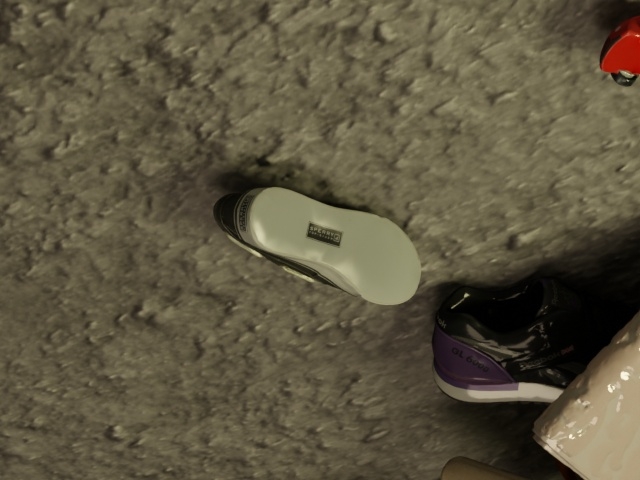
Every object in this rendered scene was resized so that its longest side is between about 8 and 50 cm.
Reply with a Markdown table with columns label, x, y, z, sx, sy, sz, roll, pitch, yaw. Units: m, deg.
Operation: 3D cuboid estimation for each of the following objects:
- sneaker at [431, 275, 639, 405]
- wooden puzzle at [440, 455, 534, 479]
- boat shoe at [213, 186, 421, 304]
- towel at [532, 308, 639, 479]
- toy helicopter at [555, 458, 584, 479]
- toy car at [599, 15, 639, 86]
| label | x | y | z | sx | sy | sz | roll | pitch | yaw |
| --- | --- | --- | --- | --- | --- | --- | --- | --- | --- |
| sneaker | 0.253 | 0.095 | 1.630 | 0.283 | 0.107 | 0.124 | -4 | 136 | 0 |
| wooden puzzle | 0.309 | 0.384 | 1.747 | 0.322 | 0.080 | 0.348 | 14 | 152 | 47 |
| boat shoe | 0.000 | 0.000 | 1.517 | 0.219 | 0.078 | 0.070 | 25 | 168 | -36 |
| towel | 0.397 | 0.133 | 1.614 | 0.332 | 0.053 | 0.317 | -48 | 131 | 3 |
| toy helicopter | 0.449 | 0.219 | 1.811 | 0.355 | 0.140 | 0.235 | -2 | 134 | -19 |
| toy car | 0.358 | -0.131 | 1.388 | 0.239 | 0.053 | 0.225 | -9 | 142 | 8 |
